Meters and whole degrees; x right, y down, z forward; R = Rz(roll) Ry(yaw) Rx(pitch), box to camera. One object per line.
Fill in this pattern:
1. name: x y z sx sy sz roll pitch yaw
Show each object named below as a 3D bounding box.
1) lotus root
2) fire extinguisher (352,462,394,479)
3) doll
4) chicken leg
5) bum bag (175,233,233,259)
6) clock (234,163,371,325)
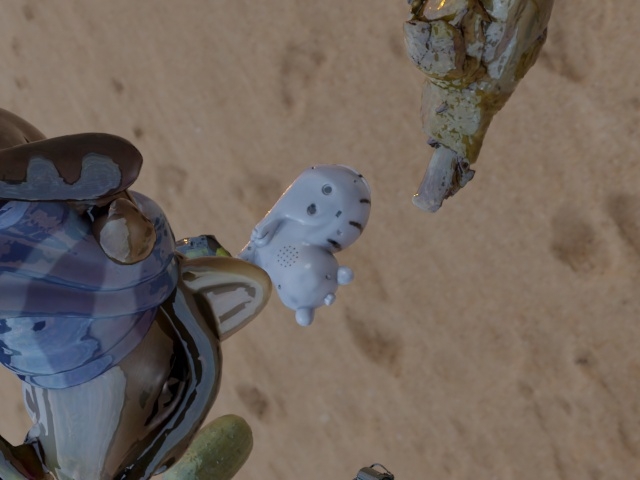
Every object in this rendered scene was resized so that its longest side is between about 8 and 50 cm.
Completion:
1. lotus root: -0.169 0.327 1.880 0.077 0.183 0.090 24 141 40
2. fire extinguisher: 0.066 0.289 1.586 0.025 0.038 0.083 48 164 -16
3. doll: -0.196 0.048 0.865 0.318 0.209 0.340 -9 148 24
4. chicken leg: 0.179 -0.234 1.763 0.182 0.295 0.409 23 105 22
5. bum bag: -0.218 0.044 1.705 0.232 0.060 0.106 -5 124 17
6. clock: 0.000 0.000 1.467 0.117 0.176 0.080 38 176 19
